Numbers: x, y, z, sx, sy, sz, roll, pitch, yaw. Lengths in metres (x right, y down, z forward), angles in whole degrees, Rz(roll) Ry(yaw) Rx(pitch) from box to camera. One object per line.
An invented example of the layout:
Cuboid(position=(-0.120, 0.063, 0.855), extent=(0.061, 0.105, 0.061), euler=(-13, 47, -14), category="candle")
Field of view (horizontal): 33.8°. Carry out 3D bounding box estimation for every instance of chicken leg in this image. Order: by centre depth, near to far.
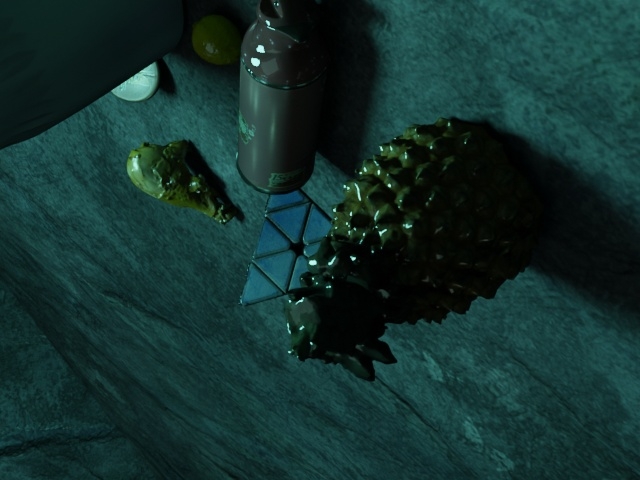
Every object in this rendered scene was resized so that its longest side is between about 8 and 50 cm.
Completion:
Cuboid(position=(-0.228, -0.100, 1.778), extent=(0.207, 0.101, 0.085), euler=(32, 162, -16), category="chicken leg")

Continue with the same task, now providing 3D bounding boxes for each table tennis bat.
Cuboid(position=(-0.308, -0.293, 1.709), extent=(0.170, 0.119, 0.107), euler=(11, 115, 19), category="table tennis bat")

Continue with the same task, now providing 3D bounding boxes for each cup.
Cuboid(position=(-0.386, -0.288, 1.439), extent=(0.253, 0.371, 0.253), euler=(29, 143, 24), category="cup")

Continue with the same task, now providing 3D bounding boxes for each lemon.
Cuboid(position=(-0.140, -0.270, 1.415), extent=(0.092, 0.065, 0.065), euler=(42, 155, 25), category="lemon")

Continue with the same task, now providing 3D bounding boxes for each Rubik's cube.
Cuboid(position=(0.000, 0.000, 1.592), extent=(0.178, 0.211, 0.190), euler=(8, 113, 22), category="Rubik's cube")

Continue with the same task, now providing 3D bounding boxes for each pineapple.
Cuboid(position=(0.075, 0.030, 1.169), extent=(0.223, 0.357, 0.223), euler=(34, 148, 24), category="pineapple")

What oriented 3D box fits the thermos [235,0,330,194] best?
Cuboid(position=(-0.045, -0.203, 1.336), extent=(0.110, 0.136, 0.330), euler=(15, 149, 3), category="thermos")
